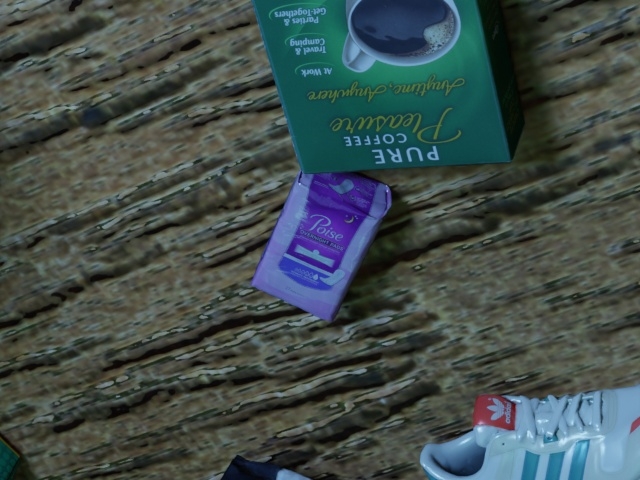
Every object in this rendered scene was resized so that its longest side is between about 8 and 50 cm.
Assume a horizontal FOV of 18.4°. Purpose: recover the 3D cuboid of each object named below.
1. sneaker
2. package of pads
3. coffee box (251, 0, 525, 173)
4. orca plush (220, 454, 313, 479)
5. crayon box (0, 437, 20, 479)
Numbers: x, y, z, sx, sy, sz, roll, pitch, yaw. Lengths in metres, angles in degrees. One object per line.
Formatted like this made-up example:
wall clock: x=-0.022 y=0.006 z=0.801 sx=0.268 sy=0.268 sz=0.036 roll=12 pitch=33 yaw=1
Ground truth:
sneaker: x=0.122 y=0.108 z=1.056 sx=0.075 sy=0.057 sz=0.161 roll=41 pitch=130 yaw=-21
package of pads: x=0.000 y=0.000 z=1.031 sx=0.050 sy=0.032 sz=0.083 roll=23 pitch=129 yaw=-3
coffee box: x=0.025 y=-0.118 z=0.930 sx=0.113 sy=0.040 sz=0.184 roll=-4 pitch=124 yaw=21
orca plush: x=0.063 y=0.215 z=1.092 sx=0.287 sy=0.102 sz=0.151 roll=27 pitch=160 yaw=-4
crayon box: x=-0.336 y=0.092 z=1.174 sx=0.165 sy=0.081 sz=0.278 roll=-29 pitch=113 yaw=34
